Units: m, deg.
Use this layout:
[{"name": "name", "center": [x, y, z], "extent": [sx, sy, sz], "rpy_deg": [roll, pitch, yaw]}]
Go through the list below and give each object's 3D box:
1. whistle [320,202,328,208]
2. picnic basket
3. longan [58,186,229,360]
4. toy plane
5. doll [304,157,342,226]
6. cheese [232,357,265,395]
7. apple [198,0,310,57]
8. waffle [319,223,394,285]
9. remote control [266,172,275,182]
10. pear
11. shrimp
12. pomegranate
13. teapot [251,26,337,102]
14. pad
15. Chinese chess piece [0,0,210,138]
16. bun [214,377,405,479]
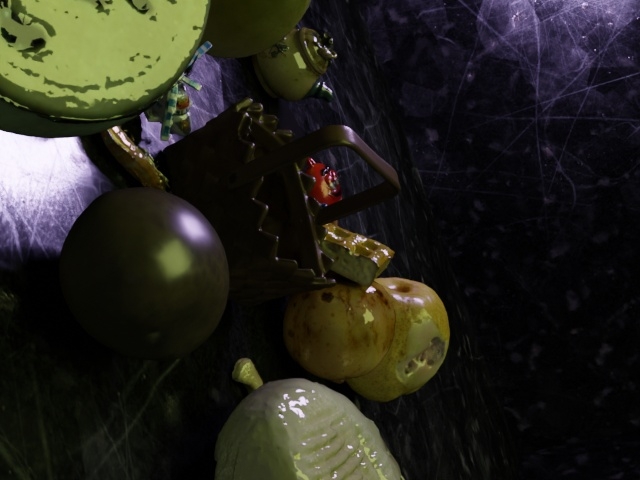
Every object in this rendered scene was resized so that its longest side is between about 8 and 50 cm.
[{"name": "whistle", "center": [-0.038, -0.029, 1.575], "extent": [0.158, 0.090, 0.090], "rpy_deg": [-43, 122, -27]}, {"name": "picnic basket", "center": [-0.058, -0.068, 1.150], "extent": [0.254, 0.321, 0.291], "rpy_deg": [31, 42, -60]}, {"name": "longan", "center": [-0.198, 0.036, 0.842], "extent": [0.212, 0.198, 0.198], "rpy_deg": [36, 40, -64]}, {"name": "toy plane", "center": [-0.272, -0.277, 1.107], "extent": [0.273, 0.107, 0.182], "rpy_deg": [45, 54, -11]}, {"name": "doll", "center": [0.012, -0.091, 1.744], "extent": [0.183, 0.085, 0.217], "rpy_deg": [-41, 123, -67]}, {"name": "cheese", "center": [-0.110, 0.225, 1.175], "extent": [0.044, 0.030, 0.083], "rpy_deg": [-52, 130, -44]}, {"name": "apple", "center": [-0.166, -0.482, 1.297], "extent": [0.233, 0.258, 0.295], "rpy_deg": [7, 68, -68]}, {"name": "waffle", "center": [0.000, 0.000, 1.408], "extent": [0.168, 0.274, 0.057], "rpy_deg": [-33, 145, -74]}, {"name": "remote control", "center": [-0.081, -0.142, 1.446], "extent": [0.296, 0.056, 0.140], "rpy_deg": [-91, 157, -85]}, {"name": "pear", "center": [0.146, 0.209, 1.598], "extent": [0.271, 0.271, 0.271], "rpy_deg": [-17, 90, -72]}, {"name": "shrimp", "center": [-0.262, -0.135, 1.062], "extent": [0.178, 0.034, 0.124], "rpy_deg": [52, 20, -42]}, {"name": "pomegranate", "center": [0.030, 0.163, 1.398], "extent": [0.215, 0.215, 0.215], "rpy_deg": [-17, 90, -72]}, {"name": "teapot", "center": [-0.056, -0.424, 1.691], "extent": [0.269, 0.183, 0.173], "rpy_deg": [62, 23, -20]}, {"name": "pad", "center": [-0.055, -0.215, 1.794], "extent": [0.202, 0.005, 0.299], "rpy_deg": [-89, 154, -45]}, {"name": "Chinese chess piece", "center": [-0.269, -0.276, 0.737], "extent": [0.349, 0.146, 0.349], "rpy_deg": [-7, 101, -44]}, {"name": "bun", "center": [-0.021, 0.372, 1.025], "extent": [0.359, 0.211, 0.359], "rpy_deg": [49, 23, -29]}]
